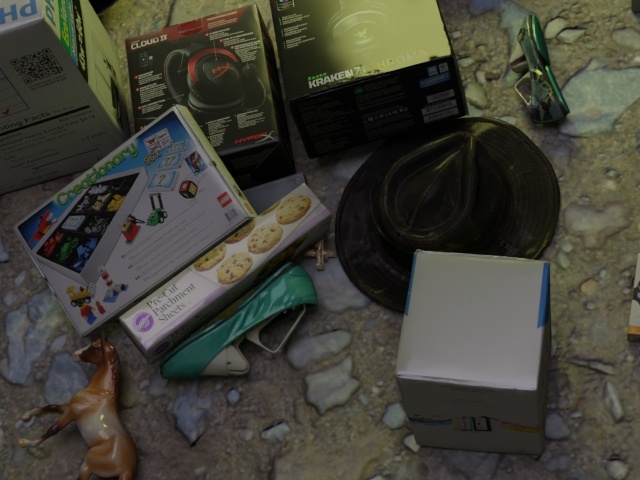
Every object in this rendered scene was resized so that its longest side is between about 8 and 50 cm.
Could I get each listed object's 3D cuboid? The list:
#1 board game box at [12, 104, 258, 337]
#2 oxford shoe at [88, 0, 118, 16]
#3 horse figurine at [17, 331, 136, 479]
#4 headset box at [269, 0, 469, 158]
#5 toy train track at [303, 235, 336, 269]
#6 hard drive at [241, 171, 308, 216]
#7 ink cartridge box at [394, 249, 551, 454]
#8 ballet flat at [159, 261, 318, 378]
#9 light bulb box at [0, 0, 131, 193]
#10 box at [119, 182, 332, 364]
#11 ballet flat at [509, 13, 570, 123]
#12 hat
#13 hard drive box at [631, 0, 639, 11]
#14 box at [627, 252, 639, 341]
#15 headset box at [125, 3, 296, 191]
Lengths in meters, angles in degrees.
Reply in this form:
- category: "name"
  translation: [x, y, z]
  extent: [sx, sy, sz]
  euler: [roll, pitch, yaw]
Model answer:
- category: "board game box"
  translation: [-0.264, -0.026, 1.802]
  extent: [0.305, 0.053, 0.193]
  euler: [-35, 83, 12]
- category: "oxford shoe"
  translation: [-0.475, -0.364, 2.062]
  extent: [0.348, 0.123, 0.130]
  euler: [-34, 42, -6]
- category: "horse figurine"
  translation: [-0.317, 0.276, 1.730]
  extent: [0.174, 0.066, 0.263]
  euler: [-29, 57, 4]
- category: "headset box"
  translation: [0.065, -0.291, 1.888]
  extent: [0.246, 0.131, 0.283]
  euler: [-14, 50, 6]
- category: "toy train track"
  translation: [0.000, 0.000, 1.818]
  extent: [0.048, 0.014, 0.083]
  euler: [1, 78, -4]
- category: "hard drive"
  translation: [-0.078, -0.039, 1.867]
  extent: [0.135, 0.022, 0.094]
  euler: [-18, 60, 4]
- category: "ink cartridge box"
  translation: [0.197, 0.145, 1.580]
  extent: [0.168, 0.233, 0.171]
  euler: [4, 63, 13]
- category: "ballet flat"
  translation: [-0.105, 0.133, 1.750]
  extent: [0.247, 0.083, 0.087]
  euler: [-38, 74, -6]
- category: "light bulb box"
  translation: [-0.511, -0.254, 1.891]
  extent: [0.357, 0.361, 0.225]
  euler: [-16, 60, 4]
- category: "box"
  translation: [-0.126, 0.044, 1.753]
  extent: [0.324, 0.063, 0.067]
  euler: [-36, 72, -15]
- category: "ballet flat"
  translation: [0.310, -0.250, 1.868]
  extent: [0.070, 0.070, 0.188]
  euler: [-14, 57, 6]
- category: "hat"
  translation: [0.165, -0.064, 1.760]
  extent: [0.331, 0.134, 0.331]
  euler: [-6, 61, 11]
- category: "hard drive box"
  translation: [0.556, -0.462, 1.907]
  extent: [0.181, 0.089, 0.232]
  euler: [-1, 62, 14]
- category: "box"
  translation: [0.453, 0.072, 1.678]
  extent: [0.081, 0.028, 0.136]
  euler: [7, 62, 17]
- category: "headset box"
  translation: [-0.170, -0.215, 1.932]
  extent: [0.218, 0.110, 0.293]
  euler: [-15, 60, 6]
